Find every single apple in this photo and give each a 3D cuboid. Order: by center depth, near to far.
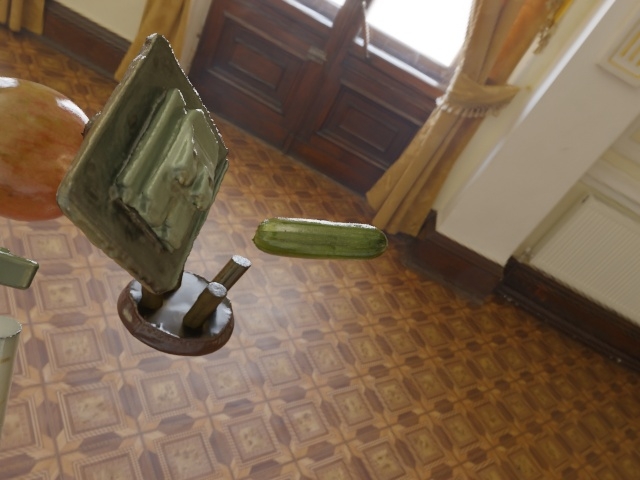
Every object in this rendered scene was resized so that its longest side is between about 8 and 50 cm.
[{"bbox_3d":[-0.769,-0.234,1.330,0.364,0.363,0.363,20,36,-15],"label":"apple"}]

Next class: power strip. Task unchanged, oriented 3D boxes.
[{"bbox_3d":[-0.149,-0.068,0.537,0.065,0.198,0.213,7,64,17],"label":"power strip"},{"bbox_3d":[-0.547,0.013,0.754,0.194,0.059,0.265,7,-15,44],"label":"power strip"}]

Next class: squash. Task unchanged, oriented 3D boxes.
[{"bbox_3d":[0.000,0.000,0.915,0.239,0.069,0.069,4,39,-7],"label":"squash"}]

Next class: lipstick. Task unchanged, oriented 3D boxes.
[{"bbox_3d":[-0.446,0.222,0.690,0.059,0.263,0.059,18,16,-6],"label":"lipstick"}]

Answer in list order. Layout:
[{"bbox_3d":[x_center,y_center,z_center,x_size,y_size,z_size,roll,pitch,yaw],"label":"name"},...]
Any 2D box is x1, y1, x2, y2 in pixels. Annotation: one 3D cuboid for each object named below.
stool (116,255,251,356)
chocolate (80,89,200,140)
[{"bbox_3d":[-0.303,0.112,1.185,0.272,0.178,0.272,22,25,-11],"label":"stool"},{"bbox_3d":[-0.358,-0.244,1.047,0.248,0.110,0.110,-34,65,-18],"label":"chocolate"}]
